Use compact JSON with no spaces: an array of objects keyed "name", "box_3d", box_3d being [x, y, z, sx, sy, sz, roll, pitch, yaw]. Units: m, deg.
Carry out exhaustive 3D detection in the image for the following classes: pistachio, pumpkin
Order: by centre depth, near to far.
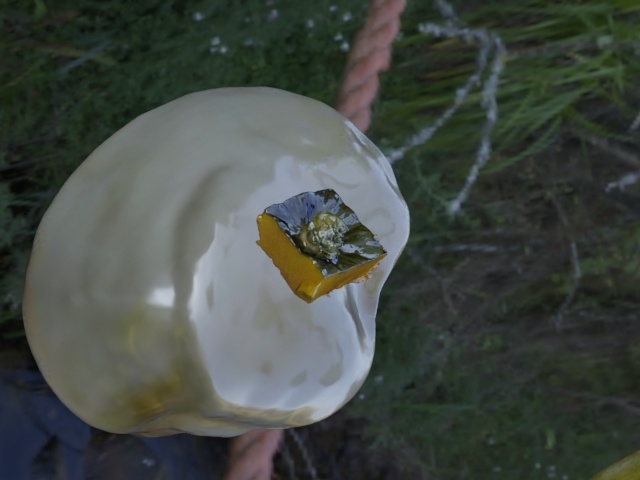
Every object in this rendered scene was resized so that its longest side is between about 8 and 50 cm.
[{"name":"pumpkin","box_3d":[0.000,0.000,0.820,0.083,0.054,0.074,-20,63,-47]},{"name":"pistachio","box_3d":[-0.097,0.028,1.166,0.365,0.281,0.445,48,60,-2]}]

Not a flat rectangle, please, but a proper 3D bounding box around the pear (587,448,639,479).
[{"name":"pear","box_3d":[0.314,0.322,1.126,0.267,0.178,0.267,18,68,-53]}]
